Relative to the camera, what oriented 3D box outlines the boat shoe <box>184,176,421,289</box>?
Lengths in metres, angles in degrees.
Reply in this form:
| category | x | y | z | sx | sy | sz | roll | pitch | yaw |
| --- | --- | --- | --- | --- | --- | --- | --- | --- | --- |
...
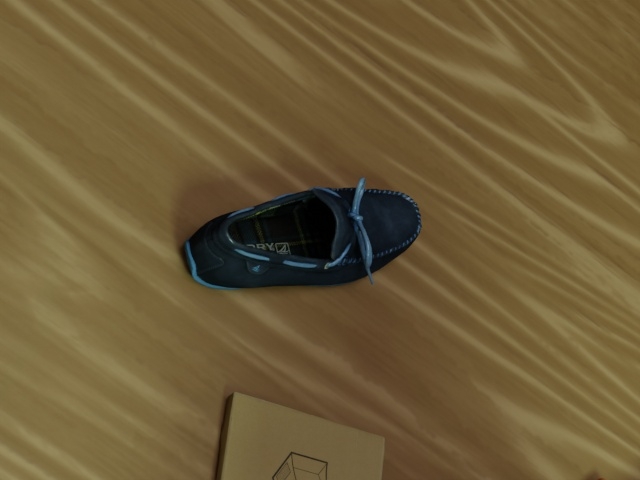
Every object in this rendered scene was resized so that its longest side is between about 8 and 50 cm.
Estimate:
| category | x | y | z | sx | sy | sz | roll | pitch | yaw |
| --- | --- | --- | --- | --- | --- | --- | --- | --- | --- |
| boat shoe | 0.000 | 0.000 | 1.659 | 0.258 | 0.089 | 0.109 | -18 | 78 | -34 |

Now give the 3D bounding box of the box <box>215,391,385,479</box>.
| category | x | y | z | sx | sy | sz | roll | pitch | yaw |
| --- | --- | --- | --- | --- | --- | --- | --- | --- | --- |
| box | -0.022 | 0.253 | 1.577 | 0.164 | 0.021 | 0.201 | 19 | 60 | -22 |

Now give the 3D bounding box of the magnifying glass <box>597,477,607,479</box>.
| category | x | y | z | sx | sy | sz | roll | pitch | yaw |
| --- | --- | --- | --- | --- | --- | --- | --- | --- | --- |
| magnifying glass | 0.210 | 0.301 | 1.686 | 0.231 | 0.026 | 0.092 | -32 | 86 | -36 |
